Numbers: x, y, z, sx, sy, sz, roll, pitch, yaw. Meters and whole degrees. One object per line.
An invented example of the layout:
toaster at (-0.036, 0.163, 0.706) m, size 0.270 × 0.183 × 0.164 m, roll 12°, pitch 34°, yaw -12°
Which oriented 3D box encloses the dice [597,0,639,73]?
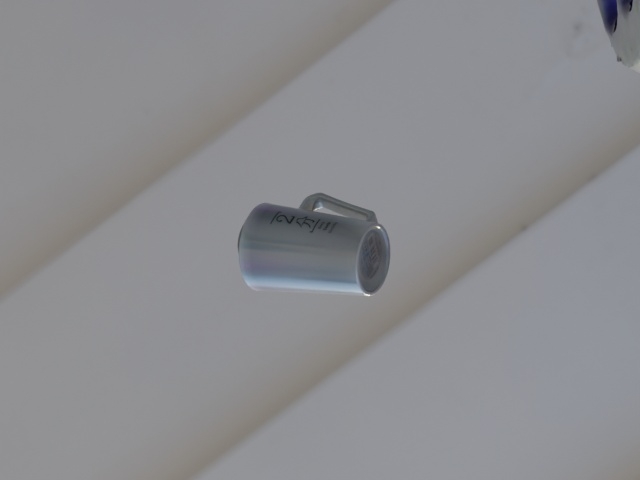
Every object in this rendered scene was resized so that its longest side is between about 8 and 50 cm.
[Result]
dice at (0.390, -0.291, 1.578) m, size 0.259 × 0.251 × 0.243 m, roll 103°, pitch 160°, yaw -82°

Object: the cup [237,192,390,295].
cup at (0.000, 0.000, 1.451) m, size 0.104 × 0.116 × 0.074 m, roll -57°, pitch -39°, yaw -40°
